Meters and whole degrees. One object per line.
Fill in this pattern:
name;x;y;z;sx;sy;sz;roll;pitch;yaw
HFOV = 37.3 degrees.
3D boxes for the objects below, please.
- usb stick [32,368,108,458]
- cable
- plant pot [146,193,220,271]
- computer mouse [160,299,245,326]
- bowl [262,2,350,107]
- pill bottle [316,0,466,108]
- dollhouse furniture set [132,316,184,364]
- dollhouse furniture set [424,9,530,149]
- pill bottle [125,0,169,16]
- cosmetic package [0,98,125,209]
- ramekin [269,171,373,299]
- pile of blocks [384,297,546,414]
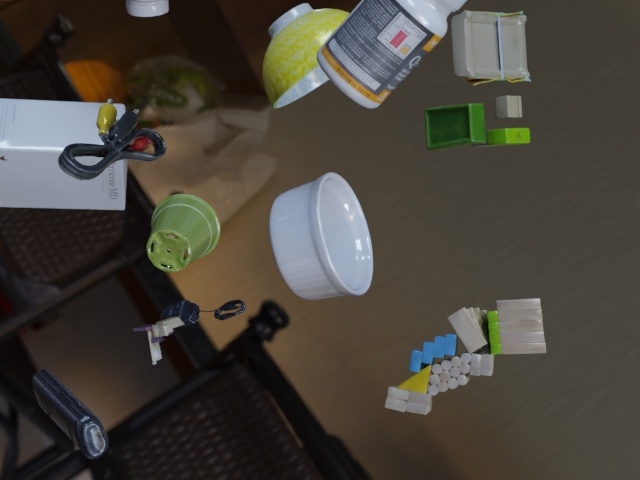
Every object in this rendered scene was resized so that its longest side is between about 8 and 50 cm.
usb stick;-0.405;0.274;1.523;0.278;0.045;0.077;16;-57;58
cable;-0.359;-0.150;1.638;0.139;0.072;0.287;43;31;-14
plant pot;-0.162;-0.002;1.081;0.083;0.083;0.079;62;15;-16
computer mouse;-0.306;0.192;2.481;0.041;0.242;0.071;65;26;-45
bowl;-0.033;-0.448;2.183;0.156;0.289;0.289;55;-10;-1
pill bottle;0.136;-0.396;1.783;0.162;0.278;0.162;37;22;-18
dollhouse furniture set;-0.307;0.205;1.947;0.091;0.114;0.081;-8;-86;33
dollhouse furniture set;0.355;-0.363;2.163;0.151;0.198;0.301;0;-86;56
pill bottle;-0.415;-0.660;2.231;0.136;0.136;0.245;46;-37;51
cosmetic package;-0.692;-0.202;2.253;0.230;0.454;0.161;104;-16;-54
ramekin;0.000;0.000;2.089;0.277;0.135;0.277;45;37;-49
pile of blocks;0.281;0.220;1.875;0.149;0.362;0.112;62;9;10
